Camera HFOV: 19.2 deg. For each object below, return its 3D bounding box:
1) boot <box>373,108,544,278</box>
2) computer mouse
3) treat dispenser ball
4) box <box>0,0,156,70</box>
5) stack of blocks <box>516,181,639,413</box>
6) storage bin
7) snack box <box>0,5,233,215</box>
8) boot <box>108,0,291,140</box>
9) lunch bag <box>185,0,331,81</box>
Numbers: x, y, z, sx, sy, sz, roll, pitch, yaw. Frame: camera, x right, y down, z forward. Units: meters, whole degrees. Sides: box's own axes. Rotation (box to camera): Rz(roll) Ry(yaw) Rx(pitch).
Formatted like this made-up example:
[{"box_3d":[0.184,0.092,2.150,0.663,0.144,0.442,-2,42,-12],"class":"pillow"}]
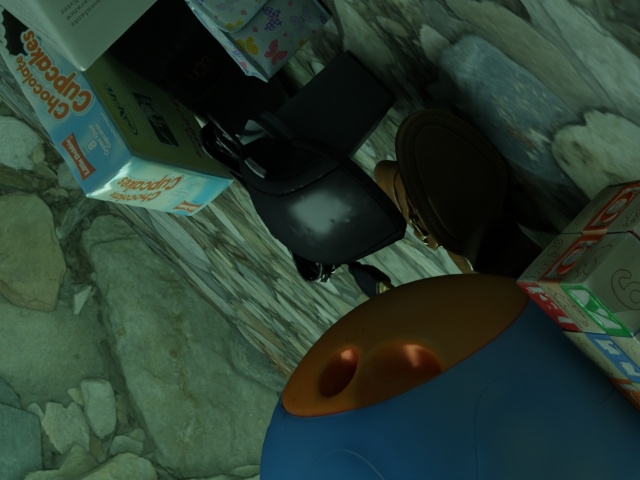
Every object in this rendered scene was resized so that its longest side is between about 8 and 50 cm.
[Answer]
[{"box_3d":[0.081,-0.037,1.382,0.197,0.073,0.152,54,171,-35],"class":"boot"},{"box_3d":[0.000,0.000,1.355,0.184,0.060,0.262,48,168,-23],"class":"computer mouse"},{"box_3d":[0.102,0.165,1.287,0.288,0.288,0.288,43,170,9],"class":"treat dispenser ball"},{"box_3d":[-0.159,-0.236,1.175,0.182,0.181,0.119,38,168,31],"class":"box"},{"box_3d":[0.269,0.098,1.123,0.297,0.087,0.171,45,170,-7],"class":"stack of blocks"},{"box_3d":[0.007,-0.080,1.434,0.098,0.091,0.135,43,171,1],"class":"storage bin"},{"box_3d":[-0.212,-0.171,1.621,0.322,0.060,0.187,57,-163,17],"class":"snack box"},{"box_3d":[-0.080,-0.123,1.644,0.263,0.091,0.229,47,-179,25],"class":"boot"},{"box_3d":[-0.047,-0.166,1.347,0.083,0.071,0.053,49,171,-24],"class":"lunch bag"}]
